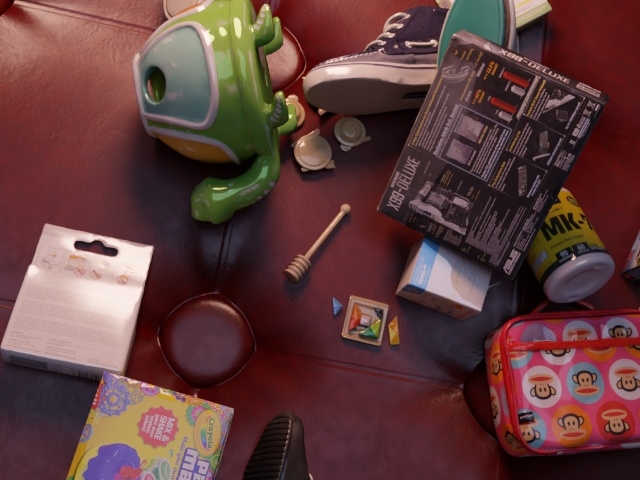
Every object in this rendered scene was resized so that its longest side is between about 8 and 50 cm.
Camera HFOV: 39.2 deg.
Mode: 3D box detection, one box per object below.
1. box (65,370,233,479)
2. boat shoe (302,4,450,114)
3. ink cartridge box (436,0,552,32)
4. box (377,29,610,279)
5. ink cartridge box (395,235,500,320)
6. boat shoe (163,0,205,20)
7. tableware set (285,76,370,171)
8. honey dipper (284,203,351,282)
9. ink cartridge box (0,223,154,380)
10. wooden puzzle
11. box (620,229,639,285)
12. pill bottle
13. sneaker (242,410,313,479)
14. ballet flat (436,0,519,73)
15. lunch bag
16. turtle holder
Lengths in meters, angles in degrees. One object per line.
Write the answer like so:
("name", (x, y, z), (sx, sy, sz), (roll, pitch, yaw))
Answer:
("box", (-0.246, 0.351, 1.202), (0.177, 0.279, 0.290), (18, 72, -5))
("boat shoe", (0.117, -0.312, 1.526), (0.340, 0.127, 0.158), (-4, 70, -26))
("ink cartridge box", (0.286, -0.472, 1.636), (0.171, 0.056, 0.235), (-29, 84, -15))
("box", (0.255, -0.128, 1.366), (0.242, 0.076, 0.308), (27, 115, 12))
("ink cartridge box", (0.210, 0.066, 1.457), (0.143, 0.092, 0.090), (22, 73, -3))
("boat shoe", (-0.207, -0.495, 1.544), (0.112, 0.095, 0.335), (-7, 69, 25))
("tableware set", (-0.003, -0.201, 1.528), (0.141, 0.020, 0.169), (-27, 80, -16))
("honey dipper", (0.000, 0.000, 1.470), (0.030, 0.030, 0.161), (39, 71, 1))
("ink cartridge box", (-0.367, 0.096, 1.379), (0.180, 0.056, 0.225), (12, 55, -7))
("wooden puzzle", (0.074, 0.130, 1.457), (0.116, 0.014, 0.079), (8, 74, -8))
("box", (0.607, -0.045, 1.524), (0.044, 0.159, 0.233), (30, 72, -1))
("pill bottle", (0.379, -0.012, 1.467), (0.119, 0.119, 0.209), (-13, 54, -13))
("sneaker", (-0.039, 0.423, 1.318), (0.146, 0.122, 0.331), (15, 71, -25))
("ballet flat", (0.260, -0.230, 1.459), (0.139, 0.139, 0.401), (1, 110, -10))
("lunch bag", (0.416, 0.212, 1.449), (0.293, 0.120, 0.258), (-2, 72, -12))
("turtle holder", (-0.160, -0.214, 1.416), (0.227, 0.243, 0.320), (-9, 116, 3))
